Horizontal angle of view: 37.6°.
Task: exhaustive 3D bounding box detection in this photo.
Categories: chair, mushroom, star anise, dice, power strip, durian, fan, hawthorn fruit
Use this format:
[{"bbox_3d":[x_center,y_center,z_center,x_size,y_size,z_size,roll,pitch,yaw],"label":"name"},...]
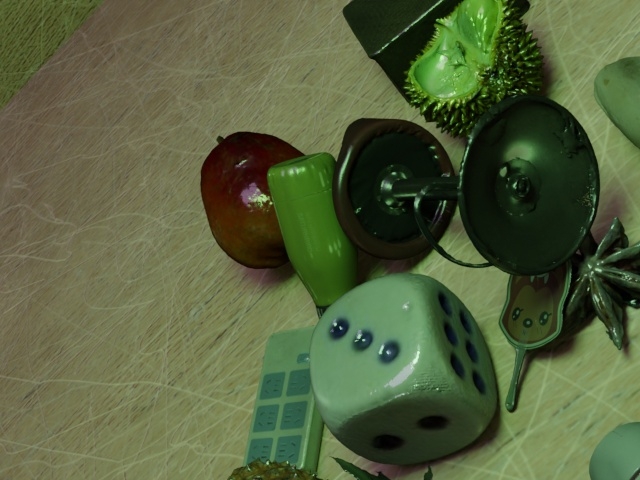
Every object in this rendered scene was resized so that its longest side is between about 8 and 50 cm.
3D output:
[{"bbox_3d":[0.170,-0.075,1.323,0.226,0.226,0.401,-60,25,-12],"label":"chair"},{"bbox_3d":[0.487,-0.138,1.190,0.128,0.128,0.350,-47,42,4],"label":"mushroom"},{"bbox_3d":[0.354,0.057,1.211,0.204,0.061,0.180,-5,63,43],"label":"star anise"},{"bbox_3d":[0.110,0.173,1.248,0.192,0.194,0.193,-26,44,25],"label":"dice"},{"bbox_3d":[-0.045,0.249,1.448,0.118,0.046,0.270,-15,50,35],"label":"power strip"},{"bbox_3d":[0.246,-0.260,1.468,0.200,0.176,0.237,-14,46,48],"label":"durian"},{"bbox_3d":[0.271,0.116,1.235,0.132,0.009,0.220,5,80,65],"label":"fan"},{"bbox_3d":[-0.110,-0.082,1.605,0.224,0.224,0.261,-42,79,10],"label":"hawthorn fruit"}]

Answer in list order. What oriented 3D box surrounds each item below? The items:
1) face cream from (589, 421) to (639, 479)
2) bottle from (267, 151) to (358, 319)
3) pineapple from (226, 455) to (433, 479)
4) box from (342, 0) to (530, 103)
[{"bbox_3d":[0.356,0.261,1.011,0.117,0.117,0.104,-48,31,3],"label":"face cream"},{"bbox_3d":[0.000,0.000,1.455,0.112,0.260,0.112,-14,11,3],"label":"bottle"},{"bbox_3d":[0.043,0.365,1.215,0.365,0.165,0.165,-5,57,31],"label":"pineapple"},{"bbox_3d":[0.197,-0.404,1.651,0.273,0.143,0.184,-38,41,12],"label":"box"}]
